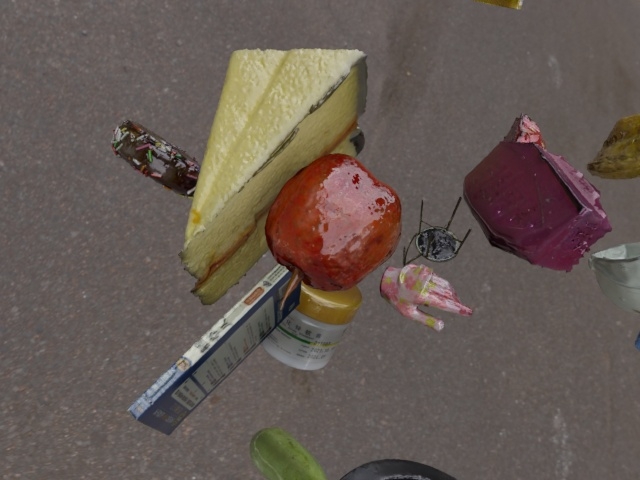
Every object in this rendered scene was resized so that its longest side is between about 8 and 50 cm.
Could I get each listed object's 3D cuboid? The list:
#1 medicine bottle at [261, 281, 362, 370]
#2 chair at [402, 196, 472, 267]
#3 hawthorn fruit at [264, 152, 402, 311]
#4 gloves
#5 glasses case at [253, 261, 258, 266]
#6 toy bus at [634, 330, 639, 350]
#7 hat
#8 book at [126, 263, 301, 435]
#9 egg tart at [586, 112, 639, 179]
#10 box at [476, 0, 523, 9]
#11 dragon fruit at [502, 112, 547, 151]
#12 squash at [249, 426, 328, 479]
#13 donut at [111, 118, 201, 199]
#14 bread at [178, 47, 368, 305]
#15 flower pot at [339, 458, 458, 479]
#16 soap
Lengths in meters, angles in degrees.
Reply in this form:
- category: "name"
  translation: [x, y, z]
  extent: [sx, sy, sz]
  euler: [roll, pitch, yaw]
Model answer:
- category: "medicine bottle"
  translation: [-0.035, 0.204, 1.614]
  extent: [0.238, 0.231, 0.238]
  euler: [23, 20, -9]
- category: "chair"
  translation: [0.367, 0.011, 1.872]
  extent: [0.170, 0.325, 0.159]
  euler: [-5, 53, -5]
- category: "hawthorn fruit"
  translation: [0.000, 0.000, 0.866]
  extent: [0.207, 0.207, 0.243]
  euler: [38, 83, -22]
- category: "gloves"
  translation: [0.284, 0.144, 1.531]
  extent: [0.145, 0.241, 0.126]
  euler: [-48, 139, -45]
- category: "glasses case"
  translation: [-0.246, -0.024, 1.762]
  extent: [0.123, 0.075, 0.316]
  euler: [-4, 40, -2]
- category: "toy bus"
  translation: [0.465, 0.051, 0.653]
  extent: [0.116, 0.133, 0.234]
  euler: [37, 60, 11]
- category: "hat"
  translation: [0.698, 0.124, 1.177]
  extent: [0.301, 0.168, 0.258]
  euler: [56, 16, 8]
- category: "book"
  translation: [-0.195, 0.225, 1.206]
  extent: [0.039, 0.300, 0.428]
  euler: [41, 70, 14]
- category: "egg tart"
  translation: [0.725, -0.216, 1.211]
  extent: [0.319, 0.319, 0.128]
  euler: [-19, 99, -44]
- category: "box"
  translation: [0.311, -0.471, 0.953]
  extent: [0.022, 0.089, 0.156]
  euler: [-28, 134, -50]
- category: "dragon fruit"
  translation: [0.496, -0.178, 1.452]
  extent: [0.189, 0.261, 0.163]
  euler: [10, 25, -25]
- category: "squash"
  translation: [-0.060, 0.534, 1.342]
  extent: [0.119, 0.371, 0.118]
  euler: [-3, 96, -30]
- category: "donut"
  translation: [-0.395, -0.198, 1.438]
  extent: [0.270, 0.270, 0.103]
  euler: [32, 94, -26]
- category: "bread"
  translation: [-0.076, -0.067, 0.956]
  extent: [0.242, 0.346, 0.404]
  euler: [12, 84, 8]
- category: "flower pot"
  translation: [0.067, 0.476, 0.683]
  extent: [0.294, 0.330, 0.293]
  euler: [20, 32, -13]
- category: "soap"
  translation: [0.434, -0.083, 1.201]
  extent: [0.127, 0.220, 0.324]
  euler: [21, 36, -28]
